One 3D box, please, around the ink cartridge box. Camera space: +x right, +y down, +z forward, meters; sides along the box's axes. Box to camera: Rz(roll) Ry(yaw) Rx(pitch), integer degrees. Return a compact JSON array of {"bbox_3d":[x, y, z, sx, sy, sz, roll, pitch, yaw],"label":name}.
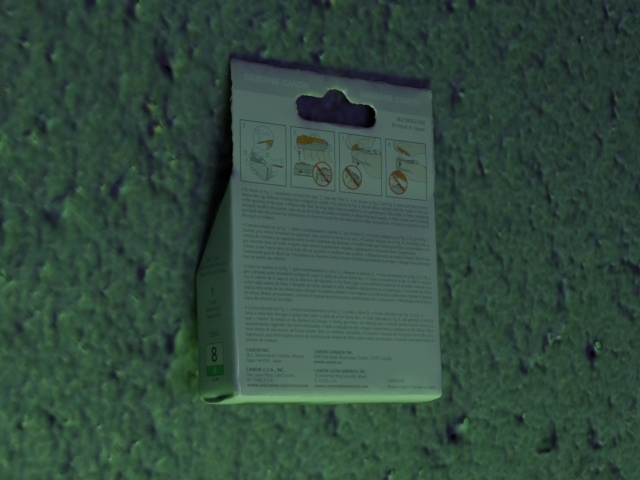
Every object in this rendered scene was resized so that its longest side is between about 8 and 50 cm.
[{"bbox_3d":[0.000,0.000,1.080,0.181,0.056,0.224,5,78,-37],"label":"ink cartridge box"}]
